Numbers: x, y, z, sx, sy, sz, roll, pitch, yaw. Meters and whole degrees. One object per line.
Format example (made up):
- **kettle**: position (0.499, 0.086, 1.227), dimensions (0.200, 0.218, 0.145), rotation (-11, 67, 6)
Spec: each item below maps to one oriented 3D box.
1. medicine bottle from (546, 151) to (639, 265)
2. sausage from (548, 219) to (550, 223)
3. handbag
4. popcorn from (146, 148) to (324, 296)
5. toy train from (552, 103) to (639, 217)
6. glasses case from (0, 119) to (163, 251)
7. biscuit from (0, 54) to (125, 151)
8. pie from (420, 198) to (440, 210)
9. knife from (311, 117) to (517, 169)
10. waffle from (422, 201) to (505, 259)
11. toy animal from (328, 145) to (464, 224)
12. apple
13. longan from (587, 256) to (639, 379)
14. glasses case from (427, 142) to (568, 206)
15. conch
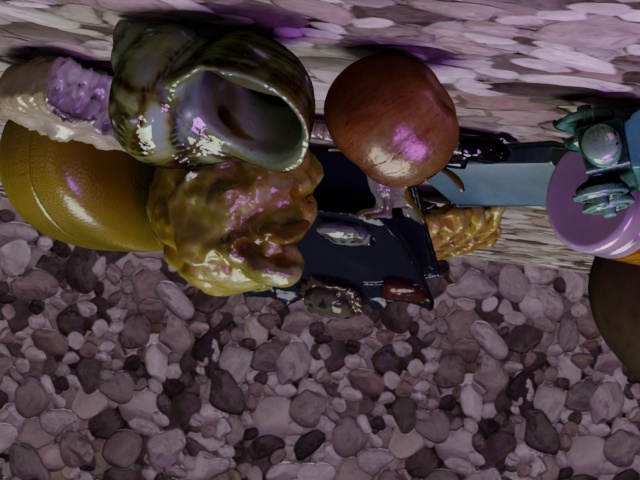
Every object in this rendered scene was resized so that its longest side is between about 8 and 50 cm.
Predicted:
- **medicine bottle**: position (0.385, -0.033, 1.749), dimensions (0.249, 0.133, 0.133), rotation (10, 175, -43)
- **sausage**: position (0.433, -0.036, 2.025), dimensions (0.103, 0.076, 0.302), rotation (19, 169, -34)
- **handbag**: position (0.000, 0.000, 2.165), dimensions (0.303, 0.122, 0.329), rotation (6, 150, 17)
- **popcorn**: position (-0.113, -0.039, 1.920), dimensions (0.192, 0.233, 0.266), rotation (20, -166, -48)
- **toy train**: position (0.319, -0.084, 1.506), dimensions (0.159, 0.101, 0.248), rotation (-10, 173, 12)
- **glasses case**: position (-0.274, -0.073, 2.063), dimensions (0.141, 0.173, 0.371), rotation (1, 173, 28)
- **biscuit**: position (-0.250, -0.141, 1.684), dimensions (0.179, 0.084, 0.281), rotation (3, 175, 39)
- **pie**: position (0.093, -0.050, 2.482), dimensions (0.282, 0.068, 0.128), rotation (10, 164, -44)
- **knife**: position (0.046, -0.118, 1.783), dimensions (0.365, 0.043, 0.089), rotation (7, 177, 10)
- **waffle**: position (0.145, 0.002, 2.468), dimensions (0.329, 0.062, 0.329), rotation (-14, 169, -3)
- **toy animal**: position (0.073, -0.068, 1.843), dimensions (0.155, 0.095, 0.219), rotation (4, -169, -29)
- **apple**: position (0.064, -0.111, 1.357), dimensions (0.102, 0.126, 0.126), rotation (-39, 158, 17)
- **longan**: position (0.541, 0.084, 2.148), dimensions (0.319, 0.319, 0.319), rotation (7, 176, 0)
- **glasses case**: position (0.231, -0.091, 1.881), dimensions (0.105, 0.056, 0.266), rotation (38, 160, -29)
- **conch**: position (-0.098, -0.132, 1.328), dimensions (0.181, 0.124, 0.187), rotation (17, 150, -14)
